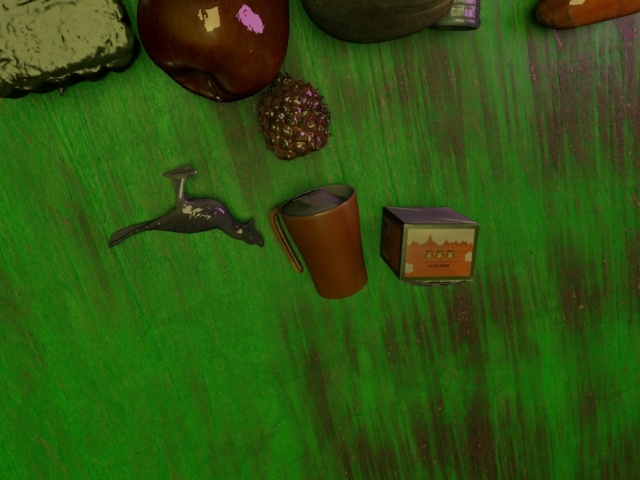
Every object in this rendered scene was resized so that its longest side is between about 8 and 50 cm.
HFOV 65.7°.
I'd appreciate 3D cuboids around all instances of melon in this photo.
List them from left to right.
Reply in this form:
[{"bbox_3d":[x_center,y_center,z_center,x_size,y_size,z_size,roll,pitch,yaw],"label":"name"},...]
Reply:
[{"bbox_3d":[0.112,-0.524,0.989,0.330,0.248,0.248,5,105,9],"label":"melon"}]

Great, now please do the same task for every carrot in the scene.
[{"bbox_3d":[0.598,-0.541,1.110,0.225,0.159,0.159,-25,107,11],"label":"carrot"}]

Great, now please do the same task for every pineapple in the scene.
[{"bbox_3d":[-0.062,-0.279,1.091,0.167,0.166,0.192,-21,105,-1],"label":"pineapple"}]

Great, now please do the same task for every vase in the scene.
[{"bbox_3d":[0.306,-0.611,1.056,0.144,0.143,0.298,0,108,-7],"label":"vase"}]

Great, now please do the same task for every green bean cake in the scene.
[{"bbox_3d":[-0.547,-0.454,0.966,0.320,0.218,0.334,-17,113,-10],"label":"green bean cake"}]

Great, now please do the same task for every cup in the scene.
[{"bbox_3d":[0.000,0.000,1.184,0.227,0.182,0.263,-3,116,28],"label":"cup"}]

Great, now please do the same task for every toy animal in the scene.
[{"bbox_3d":[-0.314,-0.073,1.150,0.368,0.081,0.205,0,116,-7],"label":"toy animal"}]

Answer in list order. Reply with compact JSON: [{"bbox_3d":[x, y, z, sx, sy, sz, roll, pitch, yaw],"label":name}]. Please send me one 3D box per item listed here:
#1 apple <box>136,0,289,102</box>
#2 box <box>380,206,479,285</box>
[{"bbox_3d":[-0.205,-0.434,0.972,0.289,0.288,0.316,12,91,-10],"label":"apple"},{"bbox_3d":[0.252,0.007,1.185,0.178,0.195,0.148,0,105,-8],"label":"box"}]
